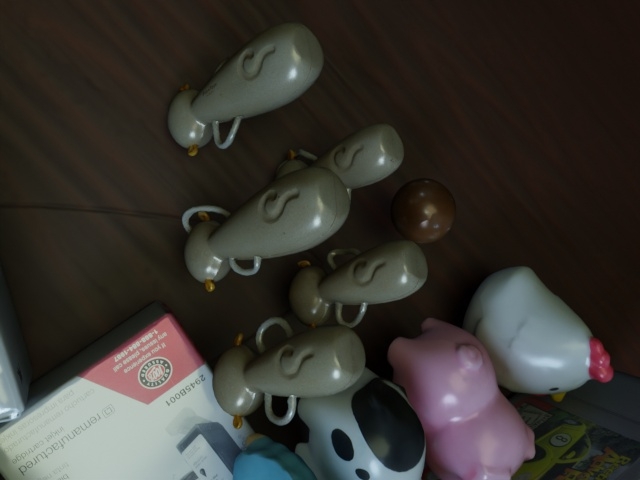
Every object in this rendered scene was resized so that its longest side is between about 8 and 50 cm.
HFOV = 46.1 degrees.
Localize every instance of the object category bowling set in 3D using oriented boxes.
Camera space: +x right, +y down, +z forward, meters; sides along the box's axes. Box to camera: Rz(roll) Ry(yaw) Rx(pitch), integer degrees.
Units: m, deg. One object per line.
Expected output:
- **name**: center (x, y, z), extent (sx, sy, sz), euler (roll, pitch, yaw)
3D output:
- **bowling set**: center (0.000, 0.000, 0.589), extent (0.199, 0.154, 0.287), euler (14, 63, -45)

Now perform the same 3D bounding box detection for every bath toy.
- **bath toy**: center (0.101, 0.145, 0.579), extent (0.348, 0.129, 0.151), euler (-29, 131, -35)

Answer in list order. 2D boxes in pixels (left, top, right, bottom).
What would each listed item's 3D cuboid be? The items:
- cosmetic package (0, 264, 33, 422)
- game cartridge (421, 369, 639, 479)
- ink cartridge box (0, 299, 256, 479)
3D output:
- **cosmetic package**: center (-0.386, 0.063, 0.453), extent (0.365, 0.155, 0.197), euler (-15, 95, -18)
- **game cartridge**: center (0.174, 0.203, 0.614), extent (0.294, 0.196, 0.060), euler (-30, 106, -16)
- **ink cartridge box**: center (-0.123, 0.180, 0.572), extent (0.158, 0.092, 0.218), euler (-35, 102, -15)
